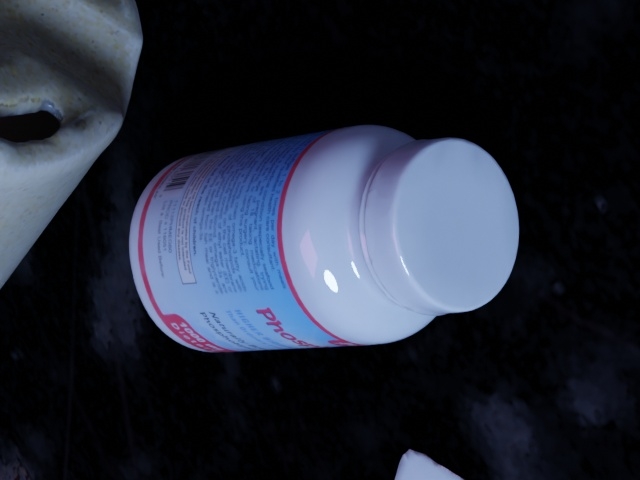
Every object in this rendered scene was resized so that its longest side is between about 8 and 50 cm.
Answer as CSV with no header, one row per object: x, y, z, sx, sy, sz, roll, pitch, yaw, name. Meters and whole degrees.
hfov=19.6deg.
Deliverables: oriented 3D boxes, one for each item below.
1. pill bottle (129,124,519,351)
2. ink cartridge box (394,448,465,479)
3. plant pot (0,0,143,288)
0.000,0.000,0.747,0.160,0.087,0.087,-6,101,50,pill bottle
0.113,0.321,0.788,0.308,0.091,0.385,27,108,39,ink cartridge box
-0.257,-0.050,0.867,0.305,0.334,0.334,-39,76,38,plant pot
